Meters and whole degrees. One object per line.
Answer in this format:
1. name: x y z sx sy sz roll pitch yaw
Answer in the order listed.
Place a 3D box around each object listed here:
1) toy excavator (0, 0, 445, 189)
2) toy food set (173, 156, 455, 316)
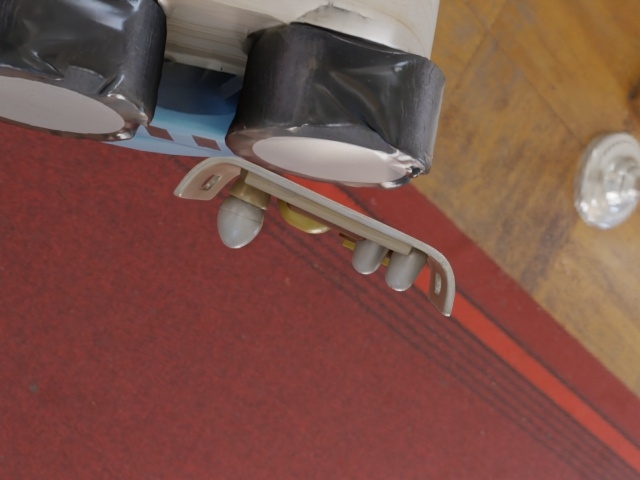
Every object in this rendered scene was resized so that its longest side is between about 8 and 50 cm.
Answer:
1. toy excavator: -0.170 -0.149 0.632 0.433 0.445 0.222 11 80 -17
2. toy food set: 0.000 0.000 1.103 0.306 0.220 0.092 25 92 2
